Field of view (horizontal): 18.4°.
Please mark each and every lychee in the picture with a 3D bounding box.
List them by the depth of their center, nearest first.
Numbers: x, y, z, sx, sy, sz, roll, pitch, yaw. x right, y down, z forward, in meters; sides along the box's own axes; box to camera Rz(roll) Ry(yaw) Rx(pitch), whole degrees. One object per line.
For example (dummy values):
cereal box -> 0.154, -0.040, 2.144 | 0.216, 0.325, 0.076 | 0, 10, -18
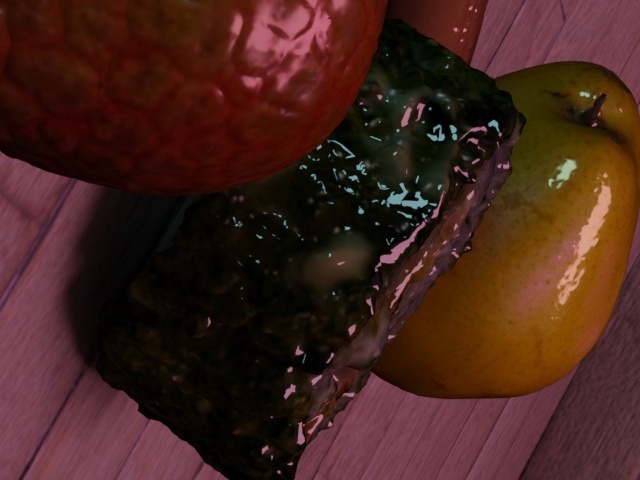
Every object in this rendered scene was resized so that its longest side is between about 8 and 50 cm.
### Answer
lychee -> -0.081, -0.143, 1.056 | 0.300, 0.255, 0.255 | -33, 145, -42

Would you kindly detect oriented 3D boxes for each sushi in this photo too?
sushi -> 0.000, 0.000, 1.461 | 0.352, 0.178, 0.294 | -53, 173, -15

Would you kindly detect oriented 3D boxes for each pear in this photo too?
pear -> 0.147, -0.014, 1.780 | 0.285, 0.285, 0.336 | -23, 132, -62

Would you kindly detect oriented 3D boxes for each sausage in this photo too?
sausage -> 0.107, -0.232, 1.673 | 0.086, 0.086, 0.289 | -40, 151, -50
